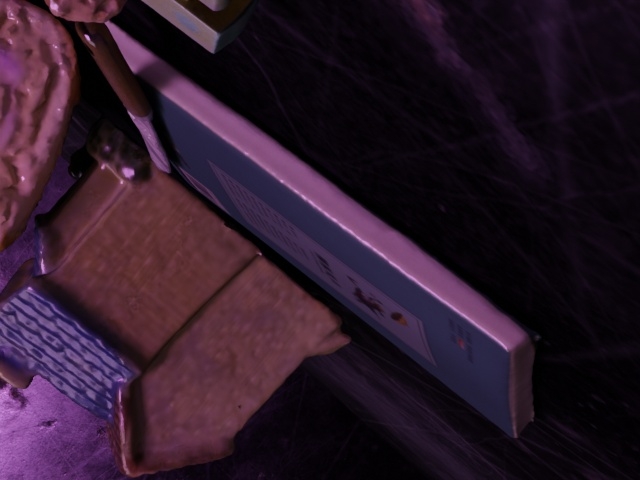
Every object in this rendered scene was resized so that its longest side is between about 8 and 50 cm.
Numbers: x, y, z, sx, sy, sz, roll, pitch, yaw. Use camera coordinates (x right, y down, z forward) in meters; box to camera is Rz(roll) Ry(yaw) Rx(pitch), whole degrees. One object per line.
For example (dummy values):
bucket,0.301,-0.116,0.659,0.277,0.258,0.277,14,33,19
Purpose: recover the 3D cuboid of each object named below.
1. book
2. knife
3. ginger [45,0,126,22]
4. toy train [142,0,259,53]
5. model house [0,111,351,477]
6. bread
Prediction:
book,0.000,0.000,0.734,0.379,0.031,0.264,37,171,21
knife,-0.133,-0.095,0.700,0.047,0.017,0.298,42,172,9
ginger,-0.213,-0.189,0.449,0.288,0.089,0.075,30,161,-10
toy train,-0.056,-0.117,0.375,0.081,0.050,0.122,38,170,-6
model house,-0.182,0.069,1.018,0.321,0.266,0.261,41,174,-17
bread,-0.343,-0.115,0.994,0.165,0.236,0.375,18,179,-17
